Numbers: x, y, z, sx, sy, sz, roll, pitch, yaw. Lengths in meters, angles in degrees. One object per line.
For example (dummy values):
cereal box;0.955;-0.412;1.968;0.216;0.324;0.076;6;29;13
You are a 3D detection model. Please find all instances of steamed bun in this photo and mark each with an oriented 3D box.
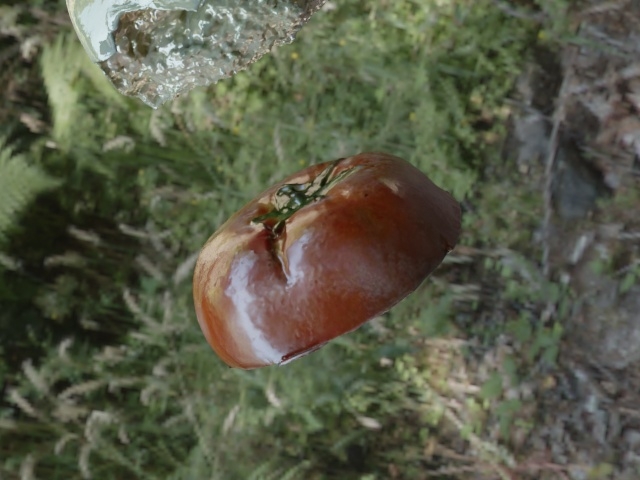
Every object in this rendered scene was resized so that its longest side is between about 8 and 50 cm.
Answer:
steamed bun;-0.134;-0.232;1.150;0.225;0.200;0.170;-40;18;16

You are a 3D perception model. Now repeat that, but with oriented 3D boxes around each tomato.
tomato;-0.003;-0.002;0.869;0.225;0.085;0.225;-29;15;9
